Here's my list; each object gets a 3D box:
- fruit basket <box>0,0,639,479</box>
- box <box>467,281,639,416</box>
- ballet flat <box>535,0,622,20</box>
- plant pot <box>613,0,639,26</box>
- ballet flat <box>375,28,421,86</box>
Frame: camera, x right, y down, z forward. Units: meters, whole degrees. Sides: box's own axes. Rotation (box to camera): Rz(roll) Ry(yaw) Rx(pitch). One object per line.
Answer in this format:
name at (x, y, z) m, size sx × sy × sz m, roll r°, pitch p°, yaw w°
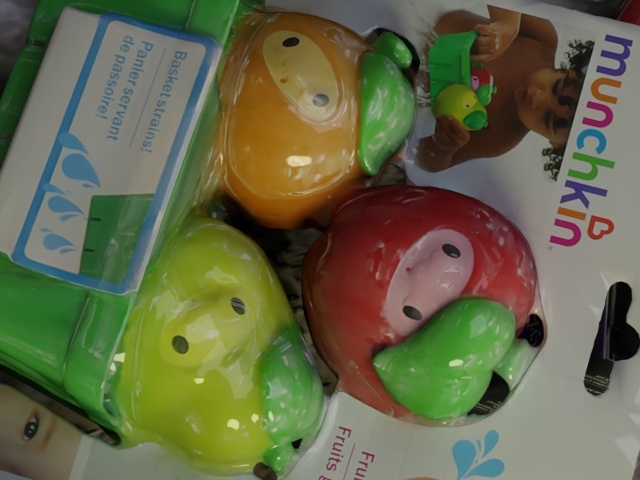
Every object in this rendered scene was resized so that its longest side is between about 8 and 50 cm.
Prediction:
fruit basket at (0.000, 0.000, 0.829) m, size 0.353 × 0.165 × 0.327 m, roll 14°, pitch 73°, yaw 14°
box at (0.144, 0.031, 0.965) m, size 0.108 × 0.207 × 0.153 m, roll 19°, pitch 65°, yaw -27°
ballet flat at (0.111, -0.220, 1.010) m, size 0.400 × 0.139 × 0.139 m, roll 20°, pitch 65°, yaw -42°
plant pot at (0.262, -0.069, 1.062) m, size 0.174 × 0.191 × 0.191 m, roll 23°, pitch 56°, yaw 22°
ballet flat at (0.061, -0.122, 0.984) m, size 0.086 × 0.086 × 0.248 m, roll -58°, pitch 141°, yaw -30°
